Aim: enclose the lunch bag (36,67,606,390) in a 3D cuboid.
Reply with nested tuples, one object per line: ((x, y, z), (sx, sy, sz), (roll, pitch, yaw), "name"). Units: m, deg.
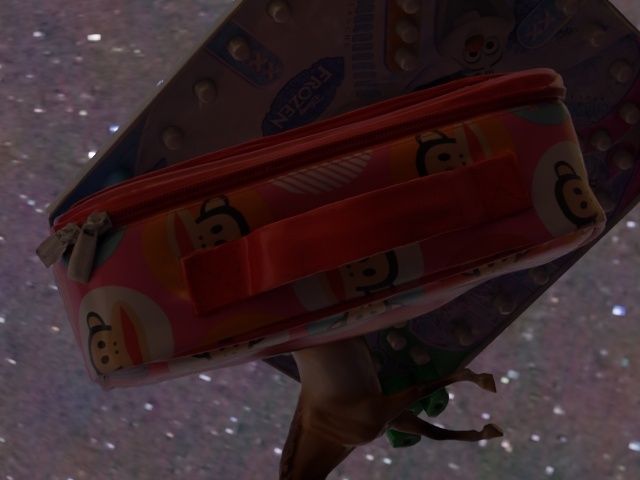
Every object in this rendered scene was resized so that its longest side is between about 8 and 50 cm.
((0.000, 0.000, 0.778), (0.293, 0.258, 0.120), (-17, -92, -8), "lunch bag")

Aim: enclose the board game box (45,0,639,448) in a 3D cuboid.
((0.065, -0.045, 1.059), (0.390, 0.050, 0.390), (34, -73, -35), "board game box")

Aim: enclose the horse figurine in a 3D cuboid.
((0.033, 0.078, 1.041), (0.174, 0.066, 0.263), (-12, -74, 4), "horse figurine")
